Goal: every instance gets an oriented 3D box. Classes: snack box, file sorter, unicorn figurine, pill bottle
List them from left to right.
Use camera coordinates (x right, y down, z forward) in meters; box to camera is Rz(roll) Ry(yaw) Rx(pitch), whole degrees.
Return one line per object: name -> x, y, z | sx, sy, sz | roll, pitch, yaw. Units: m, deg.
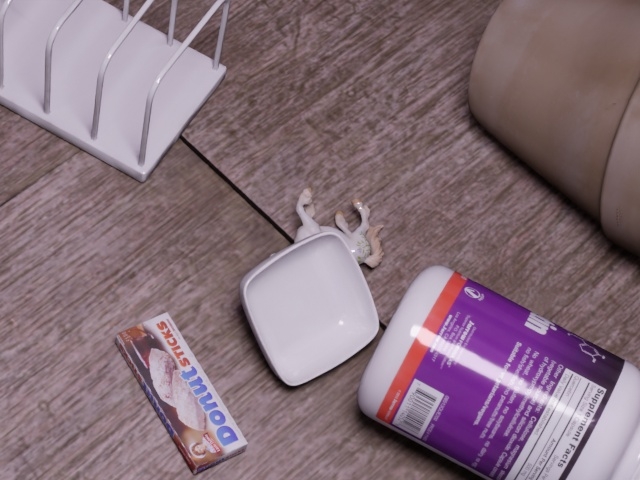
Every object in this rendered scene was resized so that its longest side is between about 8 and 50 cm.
file sorter -> -0.265, -0.241, 1.971 | 0.278, 0.173, 0.193 | 29, 57, 7
snack box -> -0.149, 0.161, 1.825 | 0.064, 0.022, 0.178 | -23, 64, -25
unicorn figurine -> 0.000, 0.000, 1.937 | 0.162, 0.060, 0.111 | 2, 57, -10
pill bottle -> 0.213, 0.170, 1.799 | 0.323, 0.181, 0.181 | 28, 57, 6

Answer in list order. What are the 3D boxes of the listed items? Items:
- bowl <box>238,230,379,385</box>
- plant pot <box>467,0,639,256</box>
bowl -> -0.019, 0.071, 1.864 | 0.142, 0.053, 0.142 | -30, 107, -23
plant pot -> 0.336, -0.171, 1.999 | 0.280, 0.323, 0.323 | 25, 55, 25
